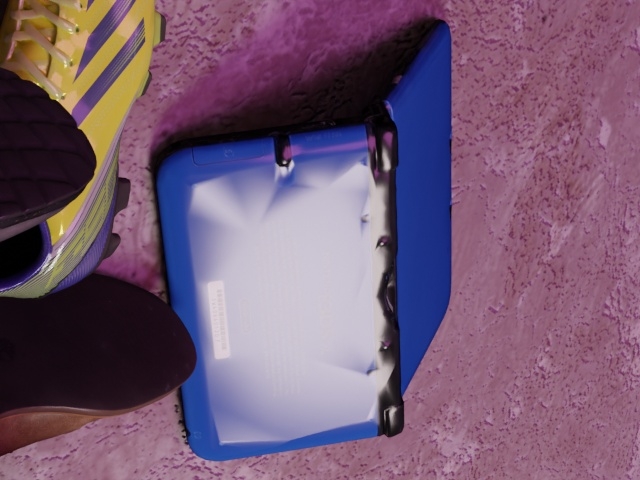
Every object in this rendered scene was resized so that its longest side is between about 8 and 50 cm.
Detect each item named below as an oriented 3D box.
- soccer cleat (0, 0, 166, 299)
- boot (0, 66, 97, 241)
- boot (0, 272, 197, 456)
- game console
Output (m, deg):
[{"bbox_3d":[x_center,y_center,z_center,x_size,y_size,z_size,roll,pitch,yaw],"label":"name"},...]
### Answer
[{"bbox_3d":[-0.169,-0.091,1.009,0.121,0.093,0.289,-22,131,-47],"label":"soccer cleat"},{"bbox_3d":[-0.300,0.025,0.915,0.338,0.118,0.222,-18,156,-38],"label":"boot"},{"bbox_3d":[-0.217,0.101,1.109,0.305,0.112,0.115,-13,153,-46],"label":"boot"},{"bbox_3d":[0.000,0.000,1.298,0.250,0.173,0.293,-8,124,-7],"label":"game console"}]
